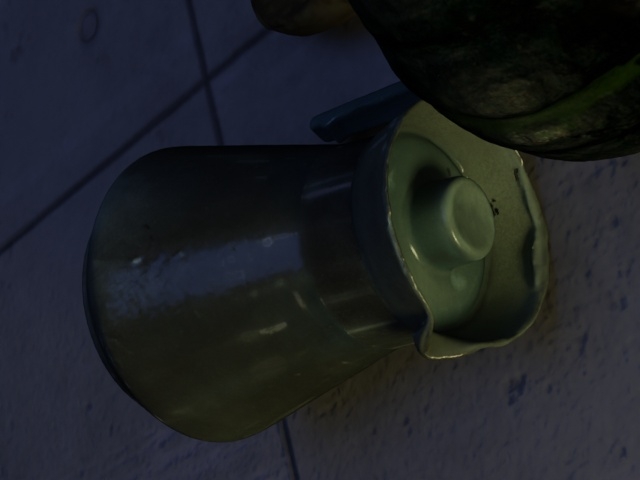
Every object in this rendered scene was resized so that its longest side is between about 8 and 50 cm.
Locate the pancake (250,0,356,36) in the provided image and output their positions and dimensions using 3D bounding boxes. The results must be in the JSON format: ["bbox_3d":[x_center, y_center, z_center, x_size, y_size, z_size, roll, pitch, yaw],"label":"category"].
[{"bbox_3d":[0.019,-0.238,0.991,0.242,0.050,0.242,-25,58,48],"label":"pancake"}]

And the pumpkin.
[{"bbox_3d":[0.115,-0.163,0.725,0.216,0.250,0.250,-37,58,37],"label":"pumpkin"}]

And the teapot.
[{"bbox_3d":[0.000,0.000,0.907,0.225,0.171,0.203,-16,42,39],"label":"teapot"}]
